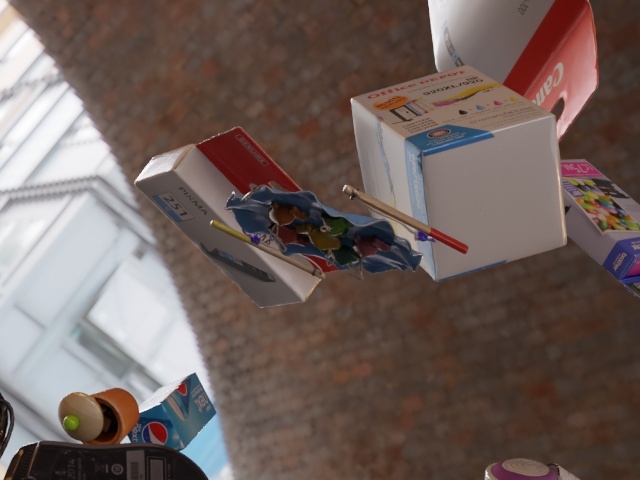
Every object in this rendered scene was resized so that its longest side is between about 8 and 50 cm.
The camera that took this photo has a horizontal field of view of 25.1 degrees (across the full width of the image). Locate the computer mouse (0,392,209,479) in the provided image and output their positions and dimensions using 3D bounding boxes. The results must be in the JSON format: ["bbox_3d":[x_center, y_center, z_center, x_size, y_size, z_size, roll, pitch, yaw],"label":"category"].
[{"bbox_3d":[-0.246,0.261,1.473,0.272,0.188,0.072,11,-38,-16],"label":"computer mouse"}]

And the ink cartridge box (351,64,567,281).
[{"bbox_3d":[0.161,-0.087,1.712,0.233,0.171,0.168,-133,-150,-62],"label":"ink cartridge box"}]

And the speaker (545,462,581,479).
[{"bbox_3d":[0.368,0.369,2.032,0.136,0.055,0.055,34,-20,-22],"label":"speaker"}]

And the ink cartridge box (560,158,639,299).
[{"bbox_3d":[0.478,-0.024,2.356,0.311,0.186,0.065,48,-57,30],"label":"ink cartridge box"}]

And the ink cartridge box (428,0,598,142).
[{"bbox_3d":[0.240,-0.272,1.878,0.091,0.385,0.308,7,-32,-15],"label":"ink cartridge box"}]

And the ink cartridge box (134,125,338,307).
[{"bbox_3d":[-0.107,-0.027,2.159,0.296,0.066,0.261,45,-29,-20],"label":"ink cartridge box"}]

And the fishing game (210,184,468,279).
[{"bbox_3d":[0.000,0.000,1.310,0.189,0.041,0.264,27,-19,-29],"label":"fishing game"}]

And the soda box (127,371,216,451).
[{"bbox_3d":[-0.209,0.247,2.001,0.071,0.067,0.210,64,9,-2],"label":"soda box"}]

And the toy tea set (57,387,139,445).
[{"bbox_3d":[-0.273,0.354,1.802,0.200,0.124,0.336,-20,-85,26],"label":"toy tea set"}]

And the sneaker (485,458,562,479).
[{"bbox_3d":[0.194,0.346,1.598,0.114,0.152,0.305,14,12,27],"label":"sneaker"}]
